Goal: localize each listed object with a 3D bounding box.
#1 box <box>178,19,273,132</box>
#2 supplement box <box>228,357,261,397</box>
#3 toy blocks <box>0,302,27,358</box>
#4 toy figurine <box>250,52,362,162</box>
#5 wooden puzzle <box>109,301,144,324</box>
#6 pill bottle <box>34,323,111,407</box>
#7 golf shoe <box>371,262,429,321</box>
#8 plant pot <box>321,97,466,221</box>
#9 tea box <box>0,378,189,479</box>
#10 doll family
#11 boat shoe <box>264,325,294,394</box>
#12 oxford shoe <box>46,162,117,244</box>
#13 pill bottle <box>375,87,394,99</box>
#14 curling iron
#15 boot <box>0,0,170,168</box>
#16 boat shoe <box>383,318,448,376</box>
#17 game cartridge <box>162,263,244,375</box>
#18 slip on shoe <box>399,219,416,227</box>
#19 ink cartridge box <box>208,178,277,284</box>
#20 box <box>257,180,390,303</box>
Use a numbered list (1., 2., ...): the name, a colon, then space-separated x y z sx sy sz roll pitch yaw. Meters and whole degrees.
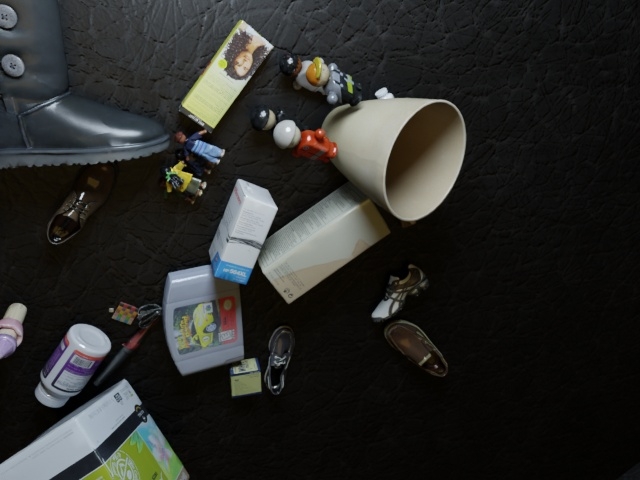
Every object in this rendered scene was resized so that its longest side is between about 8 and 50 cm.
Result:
1. box: -0.207 -0.354 1.152 0.087 0.058 0.232 33 101 -27
2. supplement box: -0.210 0.382 1.482 0.083 0.056 0.083 -6 115 -15
3. toy blocks: -0.809 0.153 1.077 0.308 0.260 0.289 -14 117 -11
4. toy figurine: -0.037 -0.291 1.145 0.148 0.213 0.210 17 108 -34
5. wooden puzzle: -0.487 0.183 1.334 0.083 0.006 0.049 28 103 -26
6. pill bottle: -0.607 0.308 1.296 0.108 0.108 0.193 33 101 -27
7. golf shoe: 0.207 0.145 1.505 0.198 0.077 0.094 -42 104 -1
8. plant pot: 0.135 -0.210 1.186 0.256 0.274 0.257 -22 126 -33
9. tea box: -0.512 0.552 1.251 0.220 0.329 0.324 -32 91 -1
10. doll family: -0.301 -0.167 1.199 0.111 0.076 0.193 26 102 -24
11. boat shoe: -0.110 0.337 1.488 0.075 0.065 0.206 7 111 -20
12. oxford shoe: -0.516 -0.079 1.159 0.082 0.096 0.227 32 99 -25
13. pill bottle: 0.164 -0.325 1.288 0.043 0.043 0.083 -35 118 0
14. curling iron: -0.491 0.263 1.349 0.274 0.035 0.068 -49 144 10
15. boot: -0.501 -0.374 1.017 0.366 0.146 0.445 -8 111 -16
16. boat shoe: 0.296 0.326 1.592 0.257 0.095 0.095 36 99 -27
17. game cartridge: -0.300 0.206 1.362 0.196 0.060 0.294 -10 116 -20
18. slip on shoe: 0.207 -0.088 1.409 0.041 0.051 0.135 -30 125 11
19. ink cartridge box: -0.185 -0.023 1.256 0.085 0.148 0.203 19 107 -23
20. box: 0.000 0.000 1.327 0.311 0.148 0.121 -34 119 1
